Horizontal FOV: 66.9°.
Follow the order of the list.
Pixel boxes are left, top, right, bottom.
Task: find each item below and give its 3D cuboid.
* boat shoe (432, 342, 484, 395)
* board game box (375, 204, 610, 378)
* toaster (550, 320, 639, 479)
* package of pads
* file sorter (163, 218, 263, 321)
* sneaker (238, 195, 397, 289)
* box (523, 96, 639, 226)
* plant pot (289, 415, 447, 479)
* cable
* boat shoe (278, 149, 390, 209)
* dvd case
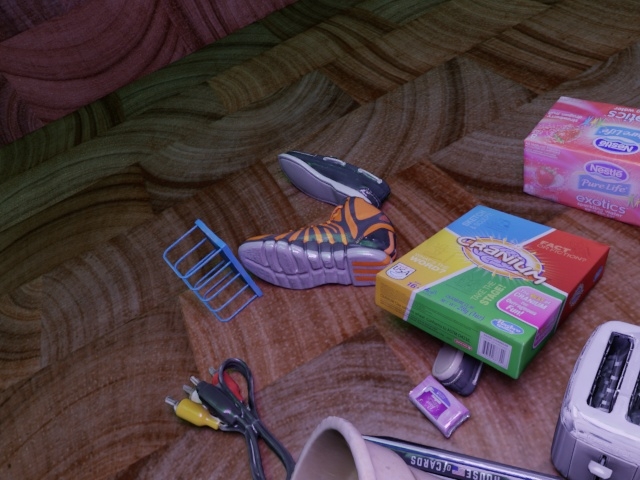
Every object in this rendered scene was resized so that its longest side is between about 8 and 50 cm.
[{"bbox_3d":[0.252,0.160,0.792,0.206,0.065,0.075,-49,5,-34],"label":"boat shoe"},{"bbox_3d":[0.280,0.057,0.784,0.242,0.064,0.316,25,40,38],"label":"board game box"},{"bbox_3d":[0.384,0.206,0.614,0.129,0.146,0.227,20,58,35],"label":"toaster"},{"bbox_3d":[0.180,0.252,0.738,0.050,0.032,0.083,-36,45,-15],"label":"package of pads"},{"bbox_3d":[-0.219,0.067,0.986,0.104,0.170,0.118,-41,46,-13],"label":"file sorter"},{"bbox_3d":[0.000,0.000,1.009,0.321,0.125,0.180,4,45,11],"label":"sneaker"},{"bbox_3d":[0.545,-0.139,0.881,0.300,0.142,0.154,27,64,39],"label":"box"},{"bbox_3d":[0.123,0.361,0.432,0.305,0.334,0.334,16,47,-10],"label":"plant pot"},{"bbox_3d":[-0.127,0.307,0.818,0.287,0.072,0.139,33,49,28],"label":"cable"},{"bbox_3d":[0.027,-0.145,1.135,0.302,0.114,0.091,34,67,29],"label":"boat shoe"},{"bbox_3d":[0.174,0.283,0.608,0.238,0.179,0.030,4,70,26],"label":"dvd case"}]
